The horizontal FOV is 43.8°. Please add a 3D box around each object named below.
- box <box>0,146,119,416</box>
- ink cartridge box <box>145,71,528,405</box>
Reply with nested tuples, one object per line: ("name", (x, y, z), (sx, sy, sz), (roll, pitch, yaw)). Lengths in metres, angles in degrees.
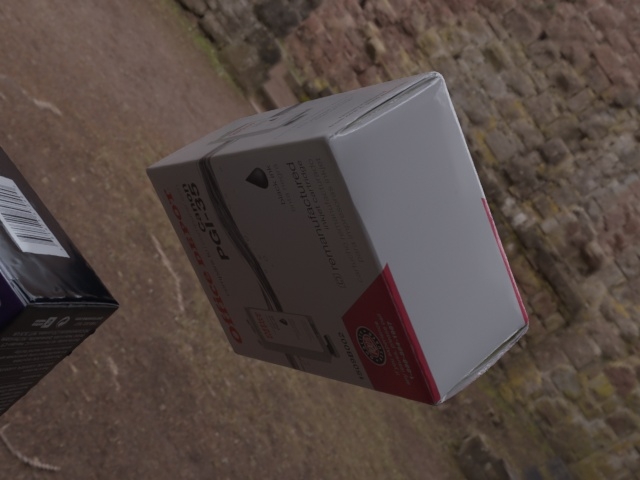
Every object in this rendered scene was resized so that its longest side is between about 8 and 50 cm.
("box", (-0.261, 0.050, 0.494), (0.153, 0.207, 0.108), (49, 6, 13))
("ink cartridge box", (0.000, 0.000, 0.647), (0.283, 0.117, 0.207), (0, -62, 55))
